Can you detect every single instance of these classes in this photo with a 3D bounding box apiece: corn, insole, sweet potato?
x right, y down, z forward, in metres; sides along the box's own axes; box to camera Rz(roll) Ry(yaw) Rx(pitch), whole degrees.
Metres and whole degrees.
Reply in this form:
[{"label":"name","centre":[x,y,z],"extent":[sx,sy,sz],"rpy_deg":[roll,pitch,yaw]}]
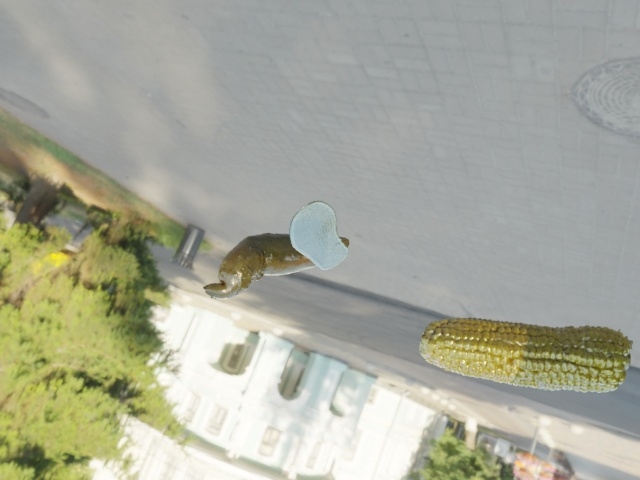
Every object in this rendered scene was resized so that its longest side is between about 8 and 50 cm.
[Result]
[{"label":"corn","centre":[0.289,0.161,0.856],"extent":[0.292,0.101,0.101],"rpy_deg":[5,165,8]},{"label":"insole","centre":[0.000,0.000,0.918],"extent":[0.003,0.080,0.232],"rpy_deg":[55,178,26]},{"label":"sweet potato","centre":[-0.100,0.034,1.191],"extent":[0.310,0.097,0.124],"rpy_deg":[-15,-148,-31]}]
